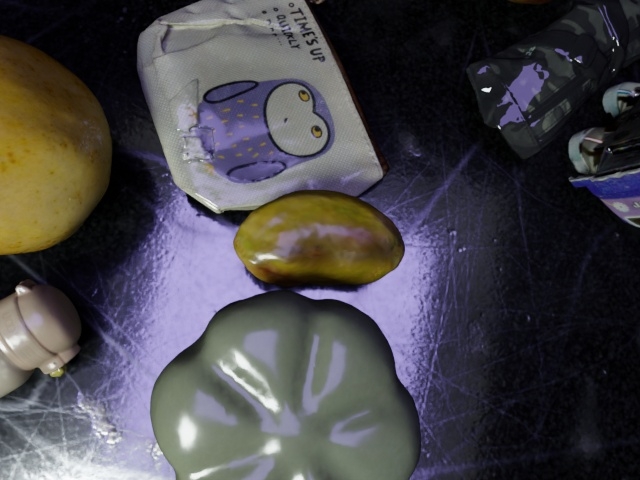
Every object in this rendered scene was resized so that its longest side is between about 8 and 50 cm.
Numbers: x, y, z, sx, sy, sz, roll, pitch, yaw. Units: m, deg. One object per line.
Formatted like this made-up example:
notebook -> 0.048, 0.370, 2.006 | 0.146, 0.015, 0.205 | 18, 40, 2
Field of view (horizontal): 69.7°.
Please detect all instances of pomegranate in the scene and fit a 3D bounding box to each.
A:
pomegranate -> -0.331, -0.090, 0.453 | 0.233, 0.233, 0.233 | 1, 78, -5

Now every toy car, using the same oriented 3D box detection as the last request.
toy car -> 0.449, -0.124, 0.567 | 0.158, 0.172, 0.235 | 43, 75, -12

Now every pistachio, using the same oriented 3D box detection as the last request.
pistachio -> -0.002, -0.003, 0.521 | 0.190, 0.100, 0.110 | -1, 83, -7

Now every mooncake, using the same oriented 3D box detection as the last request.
mooncake -> -0.033, 0.180, 0.468 | 0.275, 0.135, 0.274 | 1, 81, -7

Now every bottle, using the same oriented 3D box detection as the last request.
bottle -> -0.352, 0.129, 0.468 | 0.209, 0.097, 0.110 | -29, 106, -10

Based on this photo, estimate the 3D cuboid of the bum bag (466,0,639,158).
bum bag -> 0.341, -0.253, 0.613 | 0.340, 0.095, 0.144 | -38, 93, -9

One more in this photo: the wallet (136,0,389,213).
wallet -> -0.073, -0.190, 0.574 | 0.275, 0.068, 0.335 | -20, 82, -11

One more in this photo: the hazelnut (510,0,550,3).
hazelnut -> 0.277, -0.424, 0.593 | 0.217, 0.217, 0.251 | 23, 62, 0
